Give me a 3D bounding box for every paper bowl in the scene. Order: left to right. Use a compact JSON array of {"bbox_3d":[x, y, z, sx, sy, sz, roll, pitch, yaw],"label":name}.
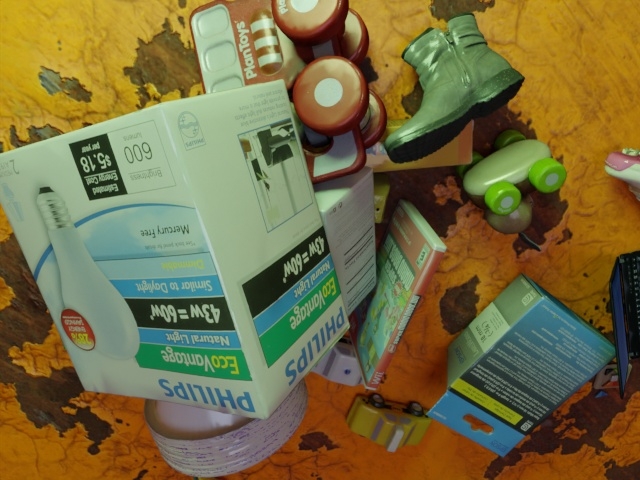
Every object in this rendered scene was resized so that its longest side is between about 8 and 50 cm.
[{"bbox_3d":[-0.173,0.260,0.905,0.285,0.284,0.148,-12,114,1],"label":"paper bowl"}]

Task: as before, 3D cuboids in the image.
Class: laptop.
[{"bbox_3d":[0.660,0.144,0.974,0.265,0.136,0.234,-13,103,1],"label":"laptop"}]

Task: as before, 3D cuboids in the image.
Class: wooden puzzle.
[{"bbox_3d":[0.660,0.307,1.138,0.079,0.014,0.116,-6,115,-1],"label":"wooden puzzle"}]

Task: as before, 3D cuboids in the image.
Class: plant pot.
[{"bbox_3d":[0.080,-0.071,0.884,0.081,0.083,0.081,7,113,-7],"label":"plant pot"}]

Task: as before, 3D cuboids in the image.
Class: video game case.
[{"bbox_3d":[0.121,0.089,0.893,0.025,0.204,0.285,15,112,-14],"label":"video game case"}]

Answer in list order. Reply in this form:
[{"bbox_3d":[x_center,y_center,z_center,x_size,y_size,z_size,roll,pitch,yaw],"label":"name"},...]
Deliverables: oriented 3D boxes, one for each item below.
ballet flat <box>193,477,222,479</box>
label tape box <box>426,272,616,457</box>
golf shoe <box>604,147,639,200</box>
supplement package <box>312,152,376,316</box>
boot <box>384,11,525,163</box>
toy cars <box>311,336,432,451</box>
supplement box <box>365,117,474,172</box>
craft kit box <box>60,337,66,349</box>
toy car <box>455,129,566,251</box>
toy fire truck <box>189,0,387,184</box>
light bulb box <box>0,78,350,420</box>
[{"bbox_3d":[-0.244,0.610,1.182,0.077,0.077,0.230,-14,119,-21],"label":"ballet flat"},{"bbox_3d":[0.398,0.265,1.047,0.241,0.106,0.333,34,108,-18],"label":"label tape box"},{"bbox_3d":[0.640,-0.071,0.915,0.306,0.115,0.140,16,115,-10],"label":"golf shoe"},{"bbox_3d":[0.000,0.000,0.829,0.139,0.134,0.244,21,136,30],"label":"supplement package"},{"bbox_3d":[0.173,-0.237,0.784,0.247,0.083,0.161,-33,72,-4],"label":"boot"},{"bbox_3d":[0.105,0.331,1.065,0.177,0.087,0.393,-30,113,9],"label":"toy cars"},{"bbox_3d":[0.132,-0.163,0.851,0.234,0.080,0.078,-6,113,-4],"label":"supplement box"},{"bbox_3d":[-0.371,0.056,0.905,0.250,0.061,0.246,-11,104,1],"label":"craft kit box"},{"bbox_3d":[0.342,-0.068,0.877,0.149,0.155,0.188,-28,123,8],"label":"toy car"},{"bbox_3d":[-0.052,-0.225,0.735,0.254,0.169,0.302,-13,87,17],"label":"toy fire truck"},{"bbox_3d":[-0.195,0.011,0.686,0.358,0.225,0.360,-5,109,33],"label":"light bulb box"}]
